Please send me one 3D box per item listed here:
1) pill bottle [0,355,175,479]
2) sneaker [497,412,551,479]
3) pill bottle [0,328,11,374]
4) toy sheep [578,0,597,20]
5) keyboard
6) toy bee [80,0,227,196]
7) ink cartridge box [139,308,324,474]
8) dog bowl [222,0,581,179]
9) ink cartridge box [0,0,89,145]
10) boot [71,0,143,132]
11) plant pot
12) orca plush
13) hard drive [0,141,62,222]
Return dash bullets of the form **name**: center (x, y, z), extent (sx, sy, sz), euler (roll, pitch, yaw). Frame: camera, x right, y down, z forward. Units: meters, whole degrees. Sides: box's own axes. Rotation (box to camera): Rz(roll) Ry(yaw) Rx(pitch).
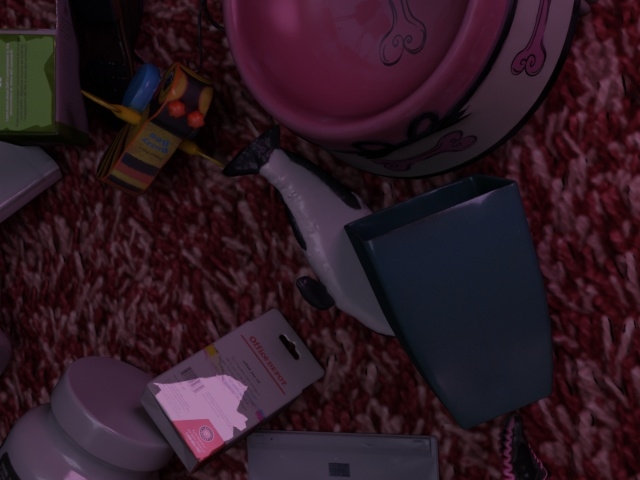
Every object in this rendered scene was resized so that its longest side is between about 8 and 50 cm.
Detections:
- **pill bottle**: center (-0.337, 0.342, 1.258), extent (0.210, 0.210, 0.363), euler (39, 106, 17)
- **sneaker**: center (0.234, 0.256, 1.113), extent (0.057, 0.047, 0.119), euler (-3, 91, 1)
- **pill bottle**: center (-0.622, 0.081, 1.374), extent (0.361, 0.204, 0.204), euler (46, 107, 16)
- **toy sheep**: center (0.258, -0.269, 1.056), extent (0.091, 0.091, 0.132), euler (42, 107, 16)
- **keyboard**: center (0.023, 0.276, 1.214), extent (0.256, 0.014, 0.072), euler (-3, 96, 23)
- **toy bee**: center (-0.195, -0.161, 1.192), extent (0.195, 0.162, 0.298), euler (8, 122, -14)
- **ink cartridge box**: center (-0.106, 0.181, 1.201), extent (0.115, 0.198, 0.067), euler (53, 151, 13)
- **dog bowl**: center (0.063, -0.272, 1.056), extent (0.408, 0.150, 0.407), euler (1, 91, 36)
- **ink cartridge box**: center (-0.364, -0.254, 1.253), extent (0.097, 0.189, 0.255), euler (-1, 91, -2)
- **boot**: center (-0.261, -0.258, 1.290), extent (0.082, 0.106, 0.219), euler (11, 124, 18)
- **plant pot**: center (0.153, 0.068, 1.053), extent (0.166, 0.165, 0.234), euler (-22, 99, -3)
- **orca plush**: center (0.000, 0.000, 1.159), extent (0.287, 0.102, 0.151), euler (36, 79, -12)
- **hard drive**: center (-0.538, -0.064, 1.319), extent (0.203, 0.040, 0.307), euler (40, 64, 17)
